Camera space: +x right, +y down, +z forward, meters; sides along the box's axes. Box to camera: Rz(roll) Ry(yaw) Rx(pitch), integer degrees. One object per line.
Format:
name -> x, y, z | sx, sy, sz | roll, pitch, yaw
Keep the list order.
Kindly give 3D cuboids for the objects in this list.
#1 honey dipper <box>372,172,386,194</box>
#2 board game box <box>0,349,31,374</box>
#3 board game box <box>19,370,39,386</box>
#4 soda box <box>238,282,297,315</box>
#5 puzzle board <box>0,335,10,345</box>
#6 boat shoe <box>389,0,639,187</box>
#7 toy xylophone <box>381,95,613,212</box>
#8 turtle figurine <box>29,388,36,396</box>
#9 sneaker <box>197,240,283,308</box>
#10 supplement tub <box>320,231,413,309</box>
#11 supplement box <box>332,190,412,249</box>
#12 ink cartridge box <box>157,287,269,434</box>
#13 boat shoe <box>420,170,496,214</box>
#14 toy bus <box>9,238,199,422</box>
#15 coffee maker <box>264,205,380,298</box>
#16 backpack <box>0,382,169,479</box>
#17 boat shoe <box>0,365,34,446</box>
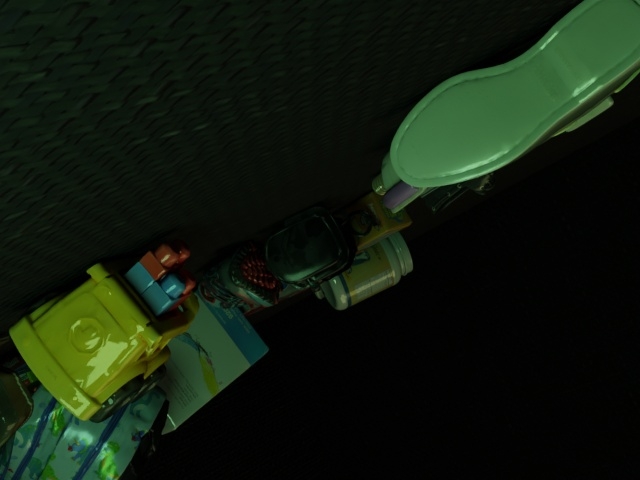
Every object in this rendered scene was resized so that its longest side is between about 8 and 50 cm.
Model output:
honey dipper -> 0.117, -0.106, 1.529 | 0.030, 0.031, 0.160 | -24, 171, -26
board game box -> -0.387, 0.158, 1.689 | 0.145, 0.027, 0.281 | -31, 174, 29
board game box -> -0.453, 0.209, 1.786 | 0.092, 0.043, 0.181 | -30, 174, 29
soda box -> -0.081, 0.070, 2.021 | 0.263, 0.084, 0.092 | -21, 172, -43
puzzle board -> -0.464, 0.154, 1.341 | 0.128, 0.011, 0.096 | -30, 173, 29
boat shoe -> 0.213, -0.147, 1.108 | 0.305, 0.109, 0.091 | -32, 169, 21
toy xylophone -> 0.219, -0.144, 1.330 | 0.322, 0.081, 0.236 | -25, 175, -13
turtle figurine -> -0.603, 0.357, 2.079 | 0.217, 0.087, 0.269 | -40, 177, 5
sneaker -> -0.133, 0.074, 1.683 | 0.125, 0.104, 0.262 | -24, 175, 3
supplement tub -> 0.096, 0.058, 2.460 | 0.199, 0.144, 0.144 | -25, 175, -12
supplement box -> 0.043, -0.011, 1.847 | 0.233, 0.078, 0.080 | -31, 170, 38
ink cartridge box -> -0.251, 0.212, 1.885 | 0.232, 0.168, 0.171 | -38, -177, -35
boat shoe -> 0.285, -0.116, 1.997 | 0.228, 0.076, 0.080 | -28, 175, 27
toy bus -> -0.216, 0.082, 1.244 | 0.211, 0.149, 0.220 | -43, 174, 11
coffee maker -> 0.000, 0.000, 1.658 | 0.171, 0.120, 0.178 | -49, 176, -1
backpack -> -0.374, 0.323, 1.676 | 0.355, 0.273, 0.290 | -26, -157, 50
boat shoe -> -0.431, 0.201, 1.342 | 0.120, 0.123, 0.324 | -28, -175, -39
